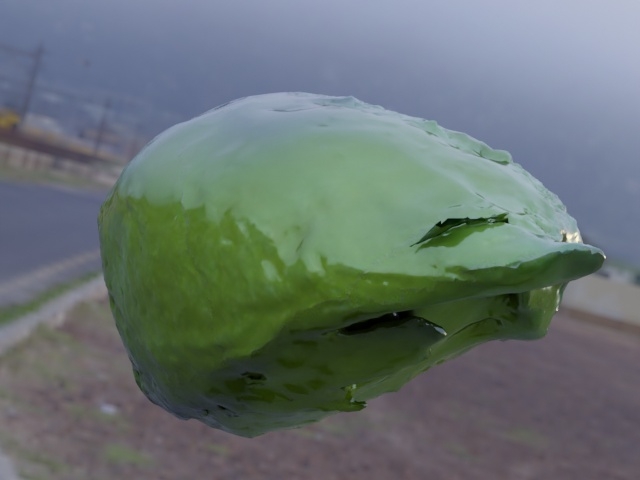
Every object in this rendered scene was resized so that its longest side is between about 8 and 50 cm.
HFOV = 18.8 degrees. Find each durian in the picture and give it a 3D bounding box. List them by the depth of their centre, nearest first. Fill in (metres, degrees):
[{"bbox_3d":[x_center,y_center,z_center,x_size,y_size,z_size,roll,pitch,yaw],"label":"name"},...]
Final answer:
[{"bbox_3d":[0.000,0.000,0.604,0.139,0.101,0.250,-21,4,-3],"label":"durian"}]
